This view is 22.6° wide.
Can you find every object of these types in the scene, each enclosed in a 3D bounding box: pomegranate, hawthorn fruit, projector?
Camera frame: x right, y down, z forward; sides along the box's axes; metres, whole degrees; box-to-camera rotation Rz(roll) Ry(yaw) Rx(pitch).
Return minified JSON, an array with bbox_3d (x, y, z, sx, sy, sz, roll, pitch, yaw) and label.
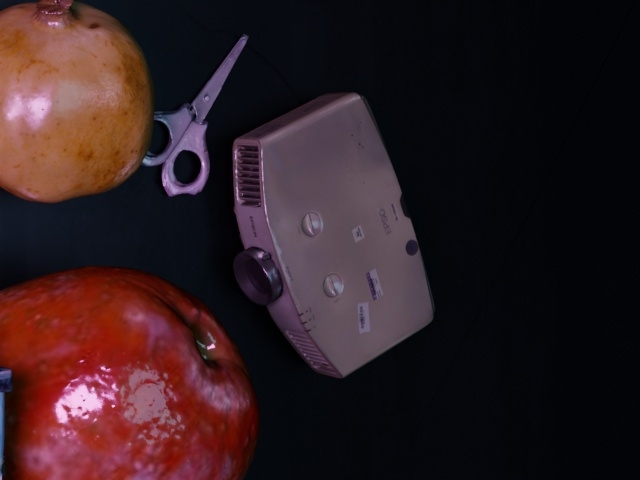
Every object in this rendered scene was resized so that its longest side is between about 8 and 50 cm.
[{"bbox_3d":[-0.235,-0.132,1.415,0.196,0.196,0.196,-3,94,-38],"label":"pomegranate"},{"bbox_3d":[-0.197,0.155,1.414,0.284,0.284,0.284,-3,94,-38],"label":"hawthorn fruit"},{"bbox_3d":[0.000,0.000,1.660,0.193,0.088,0.269,-29,109,-32],"label":"projector"}]

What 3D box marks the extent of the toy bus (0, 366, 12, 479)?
[{"bbox_3d":[-0.357,0.153,1.278,0.133,0.271,0.164,-6,100,-37],"label":"toy bus"}]

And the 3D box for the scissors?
[{"bbox_3d":[-0.119,-0.135,1.607,0.100,0.015,0.189,43,66,-29],"label":"scissors"}]
